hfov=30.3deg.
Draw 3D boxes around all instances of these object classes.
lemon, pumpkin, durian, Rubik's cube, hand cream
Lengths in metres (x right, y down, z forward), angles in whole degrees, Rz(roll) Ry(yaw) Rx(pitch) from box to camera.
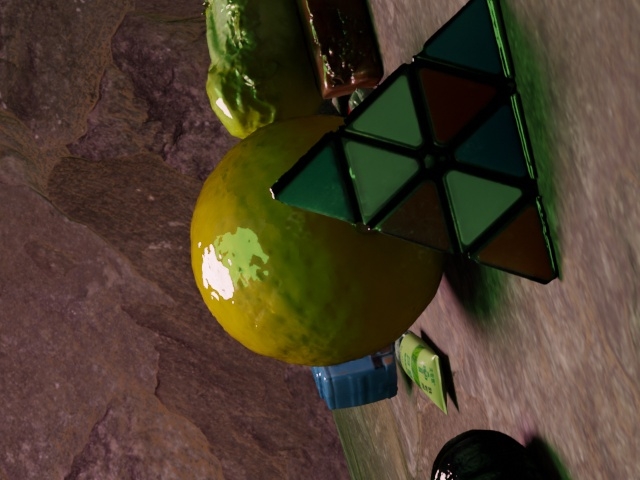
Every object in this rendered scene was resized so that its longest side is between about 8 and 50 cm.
[{"bbox_3d":[0.000,0.000,1.494,0.348,0.348,0.348,166,90,-83],"label":"lemon"},{"bbox_3d":[0.193,0.312,1.340,0.202,0.140,0.202,165,90,-86],"label":"pumpkin"},{"bbox_3d":[-0.089,-0.284,1.794,0.256,0.204,0.339,34,-130,-60],"label":"durian"},{"bbox_3d":[0.142,-0.144,1.159,0.250,0.284,0.234,-52,-22,-57],"label":"Rubik's cube"},{"bbox_3d":[0.154,0.189,1.792,0.175,0.046,0.095,-129,28,-70],"label":"hand cream"}]

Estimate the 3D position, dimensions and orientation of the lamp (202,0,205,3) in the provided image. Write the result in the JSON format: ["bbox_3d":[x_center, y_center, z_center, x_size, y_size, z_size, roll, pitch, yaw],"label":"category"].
[{"bbox_3d":[-0.119,-0.466,2.033,0.223,0.196,0.223,33,158,15],"label":"lamp"}]

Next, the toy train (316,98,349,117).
[{"bbox_3d":[-0.001,-0.161,1.977,0.299,0.131,0.202,-113,9,-56],"label":"toy train"}]

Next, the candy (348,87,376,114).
[{"bbox_3d":[0.073,-0.152,1.691,0.292,0.059,0.086,95,159,-73],"label":"candy"}]

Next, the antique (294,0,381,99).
[{"bbox_3d":[0.008,-0.360,1.678,0.093,0.087,0.309,150,106,-82],"label":"antique"}]

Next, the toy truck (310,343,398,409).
[{"bbox_3d":[0.031,0.106,2.141,0.161,0.162,0.385,83,170,-57],"label":"toy truck"}]
